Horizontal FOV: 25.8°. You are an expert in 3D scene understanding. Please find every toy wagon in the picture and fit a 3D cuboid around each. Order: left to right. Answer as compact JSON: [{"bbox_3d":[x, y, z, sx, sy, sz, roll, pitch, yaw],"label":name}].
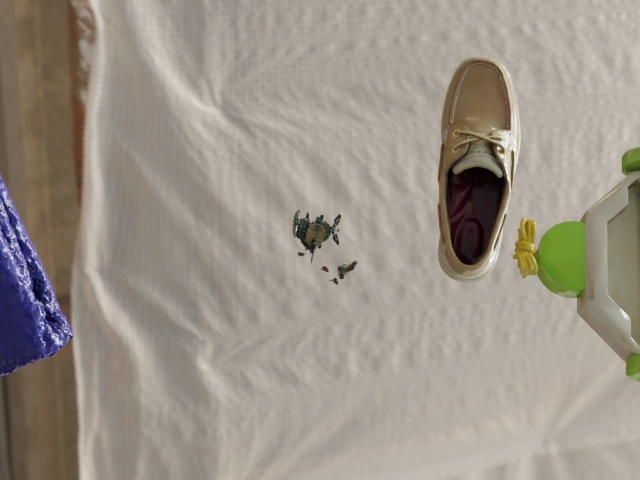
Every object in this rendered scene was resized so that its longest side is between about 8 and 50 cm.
[{"bbox_3d":[0.380,0.028,1.540,0.344,0.267,0.068,5,-23,-2],"label":"toy wagon"}]

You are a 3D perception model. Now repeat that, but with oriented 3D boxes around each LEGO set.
[{"bbox_3d":[-0.001,0.002,1.291,0.054,0.023,0.083,-26,-70,-20],"label":"LEGO set"}]

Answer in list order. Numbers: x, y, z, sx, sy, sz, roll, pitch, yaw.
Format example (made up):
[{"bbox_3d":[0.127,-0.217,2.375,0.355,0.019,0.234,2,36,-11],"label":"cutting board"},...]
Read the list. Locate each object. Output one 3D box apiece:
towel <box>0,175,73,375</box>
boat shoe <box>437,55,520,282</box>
[{"bbox_3d":[-0.352,0.019,1.027,0.308,0.076,0.228,-17,-74,20],"label":"towel"},{"bbox_3d":[0.094,-0.043,0.817,0.050,0.045,0.135,2,-93,3],"label":"boat shoe"}]
